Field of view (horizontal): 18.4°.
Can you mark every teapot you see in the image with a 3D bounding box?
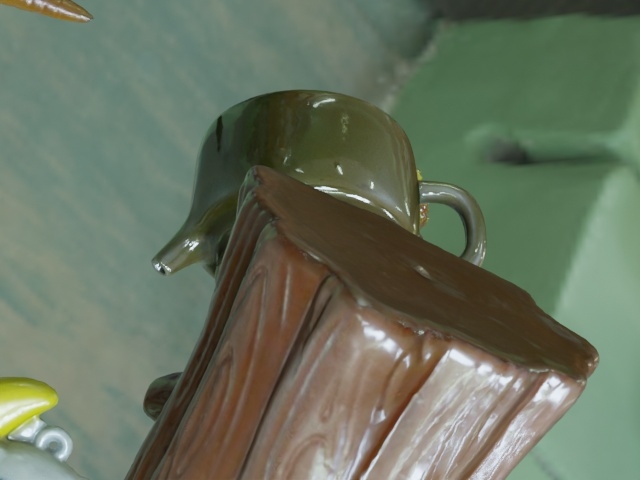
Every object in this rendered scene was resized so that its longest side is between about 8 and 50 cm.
[{"bbox_3d":[0.000,0.000,1.585,0.185,0.268,0.175,93,-2,-58],"label":"teapot"}]

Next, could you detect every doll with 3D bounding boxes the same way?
[{"bbox_3d":[-0.280,0.234,1.737,0.252,0.111,0.237,33,89,-7],"label":"doll"}]

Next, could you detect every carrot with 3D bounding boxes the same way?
[{"bbox_3d":[-0.307,-0.239,1.791,0.216,0.048,0.048,23,63,-3],"label":"carrot"}]

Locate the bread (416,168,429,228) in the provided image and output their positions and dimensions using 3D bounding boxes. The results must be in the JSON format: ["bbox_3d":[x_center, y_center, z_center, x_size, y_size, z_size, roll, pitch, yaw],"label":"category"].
[{"bbox_3d":[0.022,-0.010,2.132,0.172,0.132,0.103,-33,108,-33],"label":"bread"}]

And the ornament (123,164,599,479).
[{"bbox_3d":[0.000,0.105,1.067,0.217,0.221,0.235,-62,163,12],"label":"ornament"}]
